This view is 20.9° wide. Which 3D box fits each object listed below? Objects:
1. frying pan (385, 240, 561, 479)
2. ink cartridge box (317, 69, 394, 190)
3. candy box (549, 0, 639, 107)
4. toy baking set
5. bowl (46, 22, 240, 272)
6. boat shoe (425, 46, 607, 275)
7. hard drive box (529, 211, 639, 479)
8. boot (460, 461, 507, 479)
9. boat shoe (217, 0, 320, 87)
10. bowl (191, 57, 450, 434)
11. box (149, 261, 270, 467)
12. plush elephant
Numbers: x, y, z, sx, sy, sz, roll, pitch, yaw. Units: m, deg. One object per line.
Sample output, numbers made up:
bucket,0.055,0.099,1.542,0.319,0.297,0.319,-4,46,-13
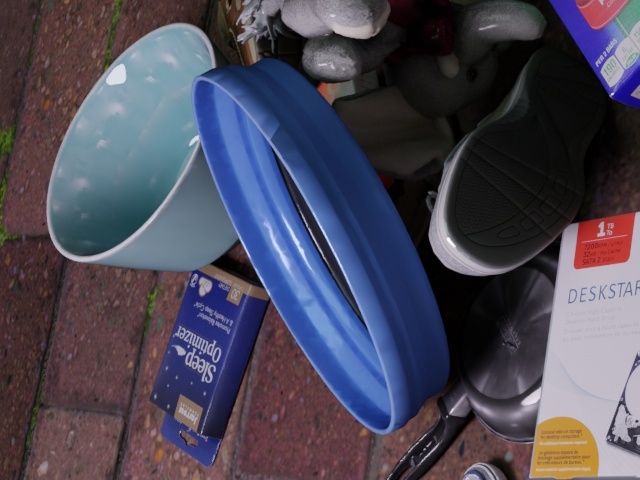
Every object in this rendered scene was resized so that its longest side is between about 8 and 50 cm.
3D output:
frying pan,0.154,0.115,1.681,0.326,0.053,0.197,-27,55,42
ink cartridge box,0.018,-0.096,1.925,0.145,0.045,0.179,-49,35,41
candy box,0.318,-0.309,1.561,0.268,0.122,0.317,-51,40,28
toy baking set,0.089,-0.040,1.844,0.197,0.030,0.256,-52,34,36
bowl,-0.170,-0.085,2.066,0.311,0.163,0.311,-31,44,34
boat shoe,0.173,-0.060,1.578,0.103,0.118,0.320,-52,5,41
hard drive box,0.282,0.097,1.463,0.181,0.089,0.232,-12,63,52
boot,0.130,0.294,1.602,0.069,0.086,0.190,-23,59,47
boat shoe,-0.062,-0.276,2.076,0.120,0.122,0.324,-47,34,40
bowl,0.000,0.000,1.679,0.077,0.391,0.391,-28,37,-13
box,-0.139,0.145,2.068,0.136,0.036,0.225,23,96,55
plush elephant,0.091,-0.217,1.669,0.330,0.255,0.272,-34,32,58
